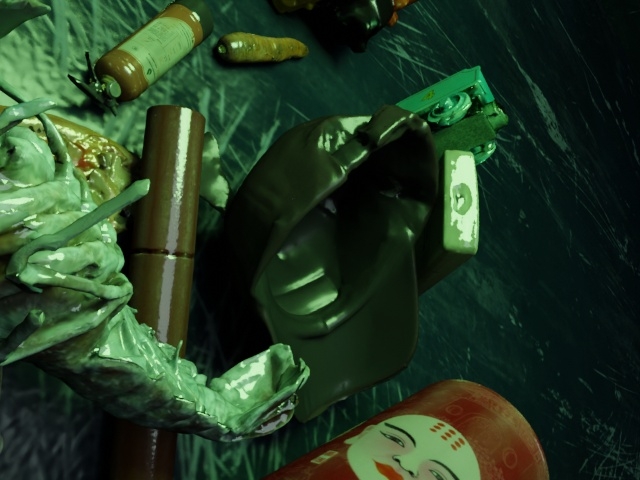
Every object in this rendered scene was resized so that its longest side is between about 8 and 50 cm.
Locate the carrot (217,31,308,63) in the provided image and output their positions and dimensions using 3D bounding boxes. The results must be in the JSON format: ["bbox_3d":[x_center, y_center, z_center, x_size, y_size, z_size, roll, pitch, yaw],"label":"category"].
[{"bbox_3d":[-0.064,-0.237,0.667,0.165,0.035,0.036,-21,96,-50],"label":"carrot"}]

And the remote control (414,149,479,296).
[{"bbox_3d":[0.142,-0.003,0.692,0.038,0.285,0.124,4,72,-1],"label":"remote control"}]

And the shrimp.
[{"bbox_3d":[-0.159,0.012,0.333,0.166,0.221,0.411,-37,120,-10],"label":"shrimp"}]

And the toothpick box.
[{"bbox_3d":[0.080,0.290,0.564,0.333,0.204,0.204,-9,87,-47],"label":"toothpick box"}]

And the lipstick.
[{"bbox_3d":[-0.141,0.062,0.465,0.057,0.057,0.357,12,79,-44],"label":"lipstick"}]

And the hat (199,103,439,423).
[{"bbox_3d":[-0.017,0.012,0.587,0.238,0.208,0.337,-16,120,-38],"label":"hat"}]

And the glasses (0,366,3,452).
[{"bbox_3d":[-0.294,0.116,0.296,0.220,0.088,0.190,19,67,-42],"label":"glasses"}]

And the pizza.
[{"bbox_3d":[-0.222,-0.013,0.431,0.185,0.052,0.196,7,73,-43],"label":"pizza"}]

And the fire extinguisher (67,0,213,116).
[{"bbox_3d":[-0.172,-0.184,0.526,0.177,0.050,0.062,-59,148,-37],"label":"fire extinguisher"}]

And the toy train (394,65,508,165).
[{"bbox_3d":[0.174,-0.165,0.788,0.107,0.197,0.155,51,35,-26],"label":"toy train"}]

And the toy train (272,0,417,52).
[{"bbox_3d":[0.070,-0.426,0.770,0.232,0.163,0.369,52,47,-36],"label":"toy train"}]
